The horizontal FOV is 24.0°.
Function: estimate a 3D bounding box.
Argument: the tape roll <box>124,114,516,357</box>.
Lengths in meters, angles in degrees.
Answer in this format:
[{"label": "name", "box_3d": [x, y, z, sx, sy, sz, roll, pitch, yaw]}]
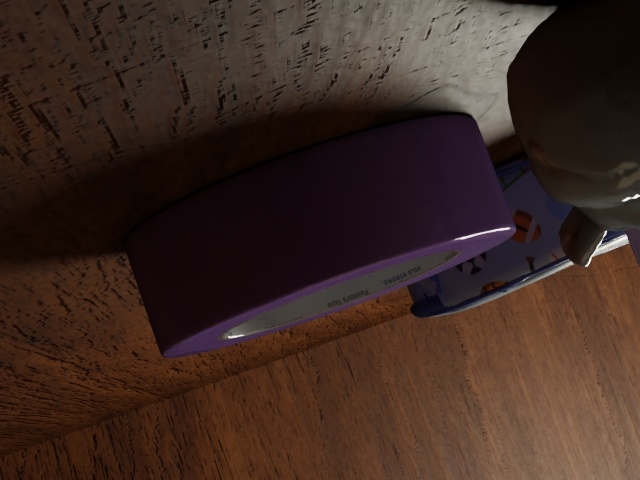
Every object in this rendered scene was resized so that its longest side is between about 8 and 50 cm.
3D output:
[{"label": "tape roll", "box_3d": [0.000, 0.000, 1.101, 0.274, 0.090, 0.275, -20, 172, -3]}]

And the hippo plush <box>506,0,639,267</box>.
[{"label": "hippo plush", "box_3d": [0.239, -0.089, 0.834, 0.236, 0.234, 0.294, 11, 175, 33]}]

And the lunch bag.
[{"label": "lunch bag", "box_3d": [0.232, -0.025, 1.456, 0.303, 0.115, 0.243, -23, 174, 33]}]

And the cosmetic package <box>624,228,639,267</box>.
[{"label": "cosmetic package", "box_3d": [0.351, -0.072, 1.237, 0.151, 0.151, 0.183, -15, 172, -37]}]
